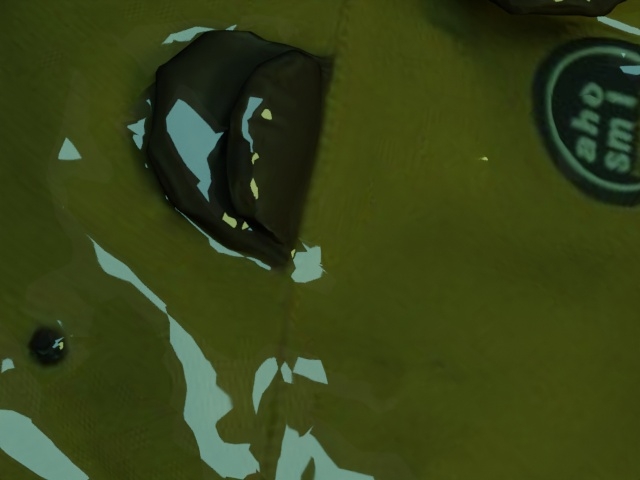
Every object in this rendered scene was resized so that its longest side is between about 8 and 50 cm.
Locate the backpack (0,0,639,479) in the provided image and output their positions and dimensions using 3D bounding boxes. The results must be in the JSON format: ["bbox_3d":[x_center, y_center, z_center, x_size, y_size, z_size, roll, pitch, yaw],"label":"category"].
[{"bbox_3d":[-0.001,0.004,0.584,0.378,0.201,0.354,10,70,-8],"label":"backpack"}]
